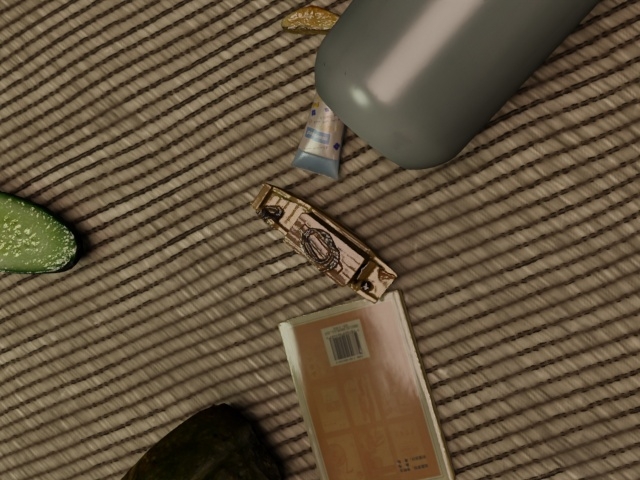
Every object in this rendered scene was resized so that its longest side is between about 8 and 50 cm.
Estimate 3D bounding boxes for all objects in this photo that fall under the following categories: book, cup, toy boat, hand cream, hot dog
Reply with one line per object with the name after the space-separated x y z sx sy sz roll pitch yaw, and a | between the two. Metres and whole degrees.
0.054 0.197 1.079 0.170 0.018 0.241 -17 87 19 | book
0.145 -0.238 0.929 0.205 0.205 0.312 45 105 11 | cup
0.000 0.000 1.055 0.200 0.077 0.057 38 104 13 | toy boat
0.013 -0.164 1.063 0.065 0.043 0.170 18 103 18 | hand cream
-0.004 -0.270 1.068 0.090 0.030 0.034 6 90 18 | hot dog

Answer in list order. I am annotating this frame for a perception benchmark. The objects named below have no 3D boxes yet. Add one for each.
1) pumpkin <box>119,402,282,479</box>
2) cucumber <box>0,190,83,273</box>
-0.163 0.326 1.125 0.139 0.190 0.280 50 149 10 | pumpkin
-0.431 -0.007 1.206 0.244 0.063 0.115 17 89 17 | cucumber
